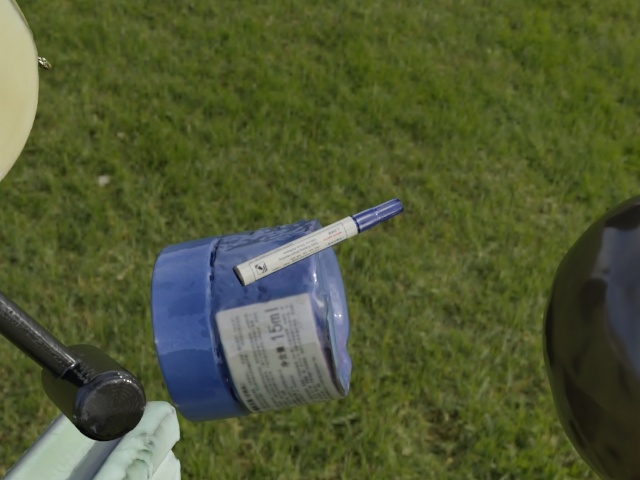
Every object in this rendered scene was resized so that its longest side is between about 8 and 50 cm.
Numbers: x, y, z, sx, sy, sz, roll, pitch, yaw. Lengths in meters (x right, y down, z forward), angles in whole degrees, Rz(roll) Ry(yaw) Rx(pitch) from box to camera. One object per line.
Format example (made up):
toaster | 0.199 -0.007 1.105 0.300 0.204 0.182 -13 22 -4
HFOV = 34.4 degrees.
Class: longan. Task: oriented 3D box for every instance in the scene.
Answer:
longan | 0.279 0.082 0.760 0.248 0.248 0.248 3 40 -2

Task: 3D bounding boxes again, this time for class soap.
soap | -0.273 0.368 1.089 0.156 0.261 0.446 4 15 5

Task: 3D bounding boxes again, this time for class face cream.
face cream | -0.082 0.108 1.385 0.225 0.249 0.249 -9 39 8

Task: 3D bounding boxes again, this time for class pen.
pen | 0.000 0.000 1.133 0.204 0.025 0.025 -24 47 -16

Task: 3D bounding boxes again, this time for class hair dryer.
hair dryer | -0.265 0.085 0.947 0.070 0.248 0.114 -47 31 -14

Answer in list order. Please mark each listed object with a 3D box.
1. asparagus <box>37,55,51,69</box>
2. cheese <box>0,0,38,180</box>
asparagus | -0.363 -0.224 1.138 0.166 0.013 0.016 24 47 -49
cheese | -0.371 -0.154 0.947 0.127 0.266 0.233 -1 46 22
